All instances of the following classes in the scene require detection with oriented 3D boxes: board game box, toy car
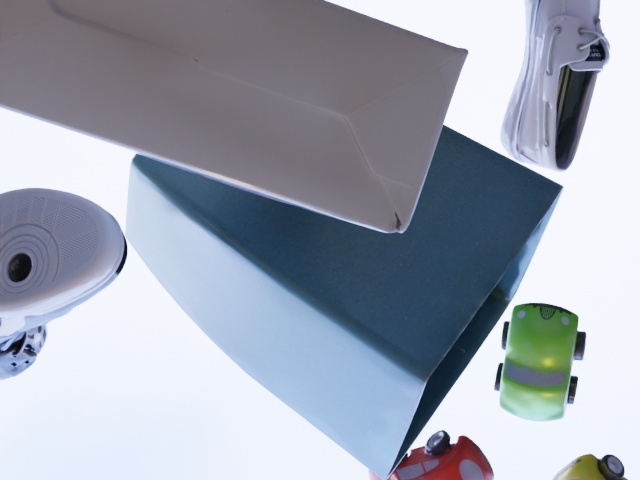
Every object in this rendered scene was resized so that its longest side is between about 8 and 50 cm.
[{"bbox_3d":[-0.084,-0.089,0.981,0.224,0.303,0.097,19,-90,-15],"label":"board game box"},{"bbox_3d":[0.151,0.145,1.447,0.239,0.225,0.053,9,-142,9],"label":"toy car"}]

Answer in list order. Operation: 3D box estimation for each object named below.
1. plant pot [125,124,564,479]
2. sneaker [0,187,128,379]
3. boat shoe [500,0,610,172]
[{"bbox_3d":[0.000,0.000,1.252,0.234,0.166,0.165,33,-117,11],"label":"plant pot"},{"bbox_3d":[-0.186,0.032,1.219,0.217,0.121,0.079,-14,-115,28],"label":"sneaker"},{"bbox_3d":[0.229,-0.171,1.772,0.083,0.226,0.076,-8,-153,-39],"label":"boat shoe"}]
